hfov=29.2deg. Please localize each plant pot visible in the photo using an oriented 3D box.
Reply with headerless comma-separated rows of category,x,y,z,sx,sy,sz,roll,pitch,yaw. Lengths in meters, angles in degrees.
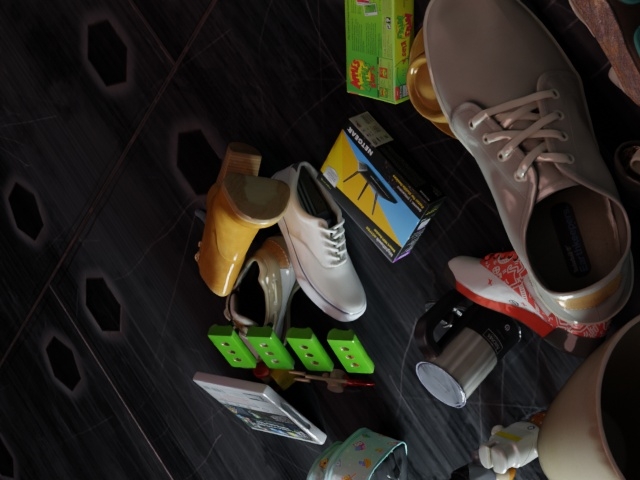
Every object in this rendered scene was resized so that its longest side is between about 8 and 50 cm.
plant pot,0.379,0.236,1.485,0.257,0.256,0.274,59,156,7

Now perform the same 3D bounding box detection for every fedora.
fedora,0.173,-0.204,1.589,0.194,0.079,0.194,23,125,38

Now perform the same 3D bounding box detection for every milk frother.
milk frother,0.180,0.146,1.705,0.129,0.135,0.143,45,154,3

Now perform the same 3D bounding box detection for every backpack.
backpack,0.060,0.391,1.943,0.144,0.166,0.188,26,125,25

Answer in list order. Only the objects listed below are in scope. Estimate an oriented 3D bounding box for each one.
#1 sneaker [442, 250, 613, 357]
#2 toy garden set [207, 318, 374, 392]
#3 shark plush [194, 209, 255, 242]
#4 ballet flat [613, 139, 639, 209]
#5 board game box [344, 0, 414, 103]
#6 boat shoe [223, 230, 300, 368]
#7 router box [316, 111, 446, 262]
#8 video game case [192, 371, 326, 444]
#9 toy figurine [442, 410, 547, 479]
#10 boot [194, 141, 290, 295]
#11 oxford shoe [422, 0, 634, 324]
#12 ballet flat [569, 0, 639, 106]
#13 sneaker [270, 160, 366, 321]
sneaker,0.278,0.033,1.597,0.270,0.090,0.145,32,114,47
toy garden set,-0.028,0.182,1.959,0.244,0.049,0.204,1,148,22
shark plush,-0.158,-0.036,2.080,0.161,0.073,0.067,-163,77,-66
ballet flat,0.438,-0.063,1.346,0.280,0.095,0.096,10,147,44
board game box,0.081,-0.286,1.677,0.092,0.043,0.181,20,123,41
boat shoe,-0.108,0.108,2.032,0.113,0.103,0.302,42,135,26
router box,0.085,-0.077,1.774,0.179,0.046,0.133,48,138,19
video game case,-0.105,0.286,2.111,0.190,0.022,0.173,3,146,46
toy figurine,0.294,0.355,1.698,0.210,0.148,0.213,54,141,22
boot,-0.124,-0.006,1.854,0.295,0.104,0.211,-113,35,-65
oxford shoe,0.249,-0.116,1.448,0.169,0.130,0.450,-23,80,9
ballet flat,0.350,-0.237,1.382,0.316,0.107,0.106,63,159,11
sneaker,0.000,0.000,1.868,0.258,0.094,0.091,61,144,7
